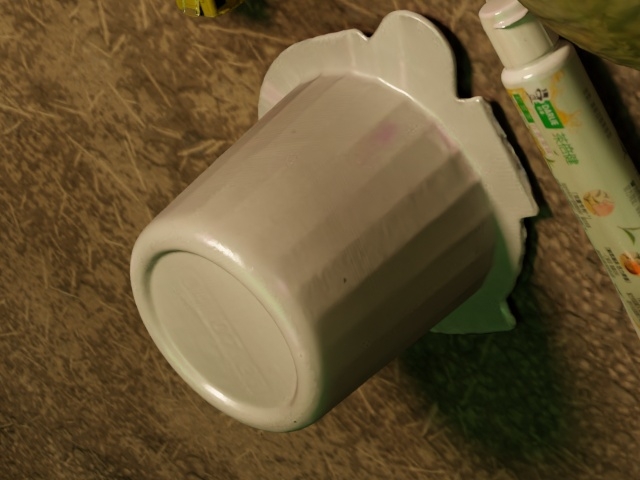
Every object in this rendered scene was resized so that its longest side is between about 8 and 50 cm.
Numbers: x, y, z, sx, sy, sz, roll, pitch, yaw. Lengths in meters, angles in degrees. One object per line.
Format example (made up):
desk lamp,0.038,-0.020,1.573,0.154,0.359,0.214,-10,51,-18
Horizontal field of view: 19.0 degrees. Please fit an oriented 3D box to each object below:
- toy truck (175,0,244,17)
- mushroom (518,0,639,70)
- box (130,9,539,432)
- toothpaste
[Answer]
toy truck,-0.083,-0.202,1.380,0.049,0.054,0.083,17,135,36
mushroom,0.224,-0.166,0.982,0.217,0.212,0.292,50,139,12
box,0.000,0.000,1.351,0.262,0.206,0.291,37,145,16
toothpaste,0.192,-0.025,1.262,0.056,0.058,0.314,-28,111,9
